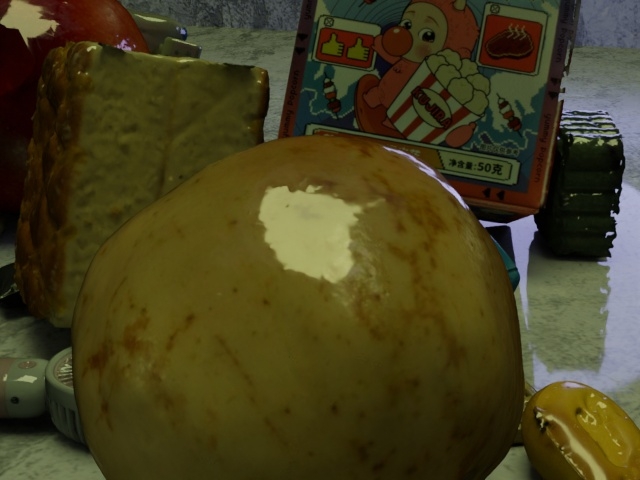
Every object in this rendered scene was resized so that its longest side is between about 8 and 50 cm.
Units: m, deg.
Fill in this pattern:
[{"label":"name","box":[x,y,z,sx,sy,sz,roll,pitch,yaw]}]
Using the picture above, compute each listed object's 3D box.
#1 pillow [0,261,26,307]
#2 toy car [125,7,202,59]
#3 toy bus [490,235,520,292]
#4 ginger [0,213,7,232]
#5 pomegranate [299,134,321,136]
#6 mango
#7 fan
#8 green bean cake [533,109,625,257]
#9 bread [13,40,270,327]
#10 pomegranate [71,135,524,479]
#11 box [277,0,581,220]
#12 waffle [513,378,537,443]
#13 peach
[{"label":"pillow","box":[-0.320,0.044,1.318,0.150,0.048,0.090,-14,29,-31]},{"label":"toy car","box":[-0.408,-0.316,1.998,0.336,0.242,0.226,12,8,-28]},{"label":"toy bus","box":[0.070,0.062,1.098,0.246,0.134,0.113,-14,54,-38]},{"label":"ginger","box":[-0.452,-0.019,1.524,0.048,0.030,0.097,11,20,22]},{"label":"pomegranate","box":[0.000,0.000,1.261,0.211,0.211,0.263,-17,50,-42]},{"label":"mango","box":[0.224,0.177,0.932,0.101,0.066,0.187,5,23,-14]},{"label":"fan","box":[-0.240,0.133,1.022,0.244,0.074,0.130,0,19,1]},{"label":"green bean cake","box":[0.344,-0.079,1.523,0.094,0.173,0.181,3,21,1]},{"label":"bread","box":[-0.197,-0.056,1.172,0.207,0.279,0.279,6,7,-24]},{"label":"pomegranate","box":[-0.003,0.103,0.804,0.343,0.342,0.342,1,19,0]},{"label":"box","box":[0.134,-0.208,1.506,0.349,0.318,0.257,12,-4,1]},{"label":"waffle","box":[0.166,0.154,1.063,0.092,0.021,0.135,-5,21,-13]},{"label":"peach","box":[-0.420,-0.209,1.580,0.388,0.388,0.388,1,19,0]}]
